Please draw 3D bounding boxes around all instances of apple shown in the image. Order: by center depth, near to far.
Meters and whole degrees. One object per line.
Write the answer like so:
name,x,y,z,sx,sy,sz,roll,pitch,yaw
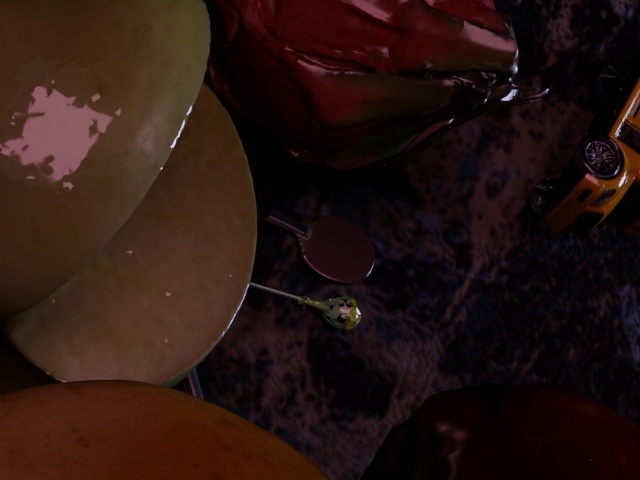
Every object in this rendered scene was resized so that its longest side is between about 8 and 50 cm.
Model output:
apple,-0.170,-0.039,1.109,0.292,0.292,0.254,22,54,-11

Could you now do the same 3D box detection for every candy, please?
candy,-0.012,0.042,1.296,0.083,0.023,0.025,16,76,-7

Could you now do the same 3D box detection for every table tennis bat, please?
table tennis bat,0.000,0.000,1.327,0.083,0.007,0.050,28,59,-9

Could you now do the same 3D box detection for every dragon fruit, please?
dragon fruit,0.032,-0.154,1.268,0.233,0.293,0.234,-11,114,-27

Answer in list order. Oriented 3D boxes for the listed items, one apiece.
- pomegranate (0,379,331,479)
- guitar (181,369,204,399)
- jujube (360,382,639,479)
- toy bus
pomegranate,-0.121,0.284,0.940,0.416,0.417,0.417,9,62,-18
guitar,-0.091,0.063,1.248,0.088,0.025,0.233,-9,69,-26
jujube,0.170,0.253,1.145,0.376,0.258,0.258,41,57,7
toy bus,0.234,-0.074,1.413,0.088,0.083,0.194,35,57,-4
